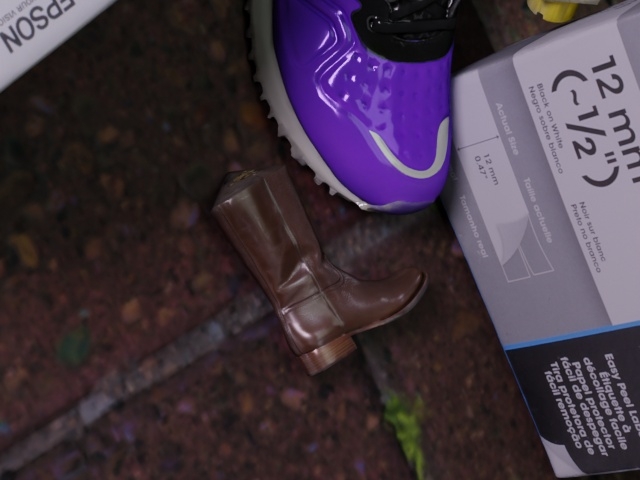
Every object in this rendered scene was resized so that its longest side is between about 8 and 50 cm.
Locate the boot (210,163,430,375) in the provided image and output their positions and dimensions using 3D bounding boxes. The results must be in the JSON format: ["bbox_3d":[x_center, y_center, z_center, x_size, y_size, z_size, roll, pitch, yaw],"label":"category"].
[{"bbox_3d":[0.000,0.000,0.929,0.106,0.037,0.114,-36,98,-42],"label":"boot"}]

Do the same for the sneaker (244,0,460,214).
[{"bbox_3d":[0.035,-0.164,0.922,0.102,0.146,0.293,-7,84,-41],"label":"sneaker"}]

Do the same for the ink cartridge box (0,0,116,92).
[{"bbox_3d":[-0.150,-0.113,0.721,0.235,0.193,0.088,-45,109,-37],"label":"ink cartridge box"}]

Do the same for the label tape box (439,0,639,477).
[{"bbox_3d":[0.234,-0.020,0.921,0.115,0.347,0.249,-27,97,-40],"label":"label tape box"}]

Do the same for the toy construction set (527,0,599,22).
[{"bbox_3d":[0.142,-0.289,1.035,0.215,0.151,0.328,-19,71,-27],"label":"toy construction set"}]
